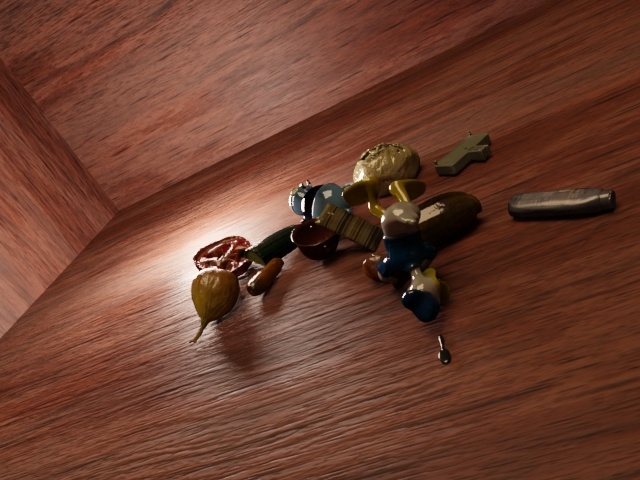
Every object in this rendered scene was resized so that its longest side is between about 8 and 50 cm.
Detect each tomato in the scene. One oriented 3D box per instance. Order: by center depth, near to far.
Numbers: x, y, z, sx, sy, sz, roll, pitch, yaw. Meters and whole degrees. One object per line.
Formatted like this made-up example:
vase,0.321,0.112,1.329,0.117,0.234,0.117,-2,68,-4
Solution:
tomato,-0.349,0.084,1.781,0.228,0.101,0.227,-6,34,4

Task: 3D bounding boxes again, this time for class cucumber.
cucumber,-0.146,0.001,1.719,0.244,0.063,0.115,-34,44,-29

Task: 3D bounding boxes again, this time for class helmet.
helmet,0.000,0.000,1.555,0.155,0.106,0.175,10,45,34

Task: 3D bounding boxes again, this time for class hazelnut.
hazelnut,0.157,0.070,1.290,0.087,0.086,0.086,-24,26,12

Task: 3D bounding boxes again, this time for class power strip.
power strip,0.504,-0.301,1.638,0.216,0.061,0.145,-41,27,-22

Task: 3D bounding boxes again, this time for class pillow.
pillow,0.094,-0.043,1.491,0.204,0.038,0.113,25,45,5

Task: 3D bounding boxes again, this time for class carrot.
carrot,-0.176,0.118,1.585,0.060,0.060,0.186,-9,25,37

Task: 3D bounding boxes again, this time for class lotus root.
lotus root,0.315,-0.055,1.311,0.241,0.123,0.124,-31,34,2

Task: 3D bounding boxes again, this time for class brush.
brush,0.252,0.222,0.991,0.024,0.008,0.083,-24,25,16

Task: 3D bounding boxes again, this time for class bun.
bun,0.229,-0.276,1.783,0.260,0.152,0.259,-23,28,13

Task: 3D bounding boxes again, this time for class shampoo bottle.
shampoo bottle,0.584,-0.093,1.178,0.234,0.049,0.087,-1,36,46

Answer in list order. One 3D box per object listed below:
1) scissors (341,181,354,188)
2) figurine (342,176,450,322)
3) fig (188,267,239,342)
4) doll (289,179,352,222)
scissors,0.066,-0.150,1.856,0.125,0.030,0.256,-18,28,20
figurine,0.190,0.050,1.128,0.205,0.283,0.338,-12,53,0
fig,-0.359,0.211,1.542,0.159,0.159,0.256,-9,50,38
doll,0.004,-0.122,1.698,0.141,0.177,0.314,-6,18,-37
